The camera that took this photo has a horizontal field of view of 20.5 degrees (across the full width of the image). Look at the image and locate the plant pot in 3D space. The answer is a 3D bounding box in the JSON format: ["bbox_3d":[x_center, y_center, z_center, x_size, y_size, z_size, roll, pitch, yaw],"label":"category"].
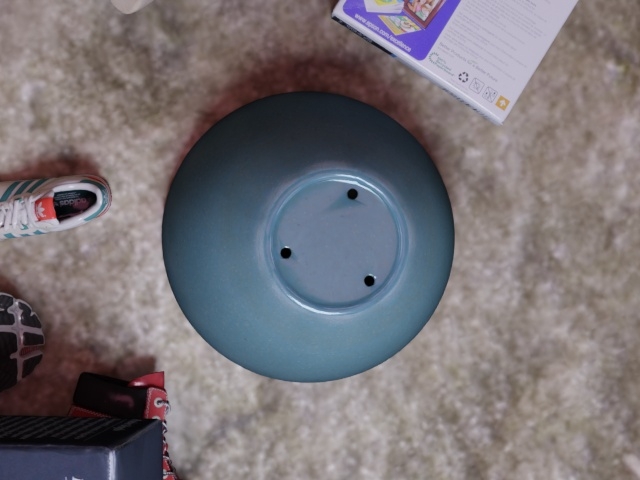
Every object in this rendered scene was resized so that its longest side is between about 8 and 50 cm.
[{"bbox_3d":[0.000,0.000,1.672,0.290,0.195,0.290,0,92,-8],"label":"plant pot"}]

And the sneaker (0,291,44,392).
[{"bbox_3d":[-0.399,0.093,1.663,0.279,0.118,0.107,-5,103,-30],"label":"sneaker"}]

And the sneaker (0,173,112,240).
[{"bbox_3d":[-0.278,-0.032,1.690,0.161,0.075,0.057,-10,93,-8],"label":"sneaker"}]

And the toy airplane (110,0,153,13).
[{"bbox_3d":[-0.277,-0.435,1.572,0.384,0.272,0.386,23,120,12],"label":"toy airplane"}]

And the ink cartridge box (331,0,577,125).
[{"bbox_3d":[0.148,-0.256,1.761,0.206,0.045,0.208,33,88,-8],"label":"ink cartridge box"}]

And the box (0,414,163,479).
[{"bbox_3d":[-0.349,0.310,1.579,0.396,0.212,0.293,1,92,7],"label":"box"}]

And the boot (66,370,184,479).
[{"bbox_3d":[-0.144,0.228,1.714,0.244,0.088,0.176,26,86,-5],"label":"boot"}]
